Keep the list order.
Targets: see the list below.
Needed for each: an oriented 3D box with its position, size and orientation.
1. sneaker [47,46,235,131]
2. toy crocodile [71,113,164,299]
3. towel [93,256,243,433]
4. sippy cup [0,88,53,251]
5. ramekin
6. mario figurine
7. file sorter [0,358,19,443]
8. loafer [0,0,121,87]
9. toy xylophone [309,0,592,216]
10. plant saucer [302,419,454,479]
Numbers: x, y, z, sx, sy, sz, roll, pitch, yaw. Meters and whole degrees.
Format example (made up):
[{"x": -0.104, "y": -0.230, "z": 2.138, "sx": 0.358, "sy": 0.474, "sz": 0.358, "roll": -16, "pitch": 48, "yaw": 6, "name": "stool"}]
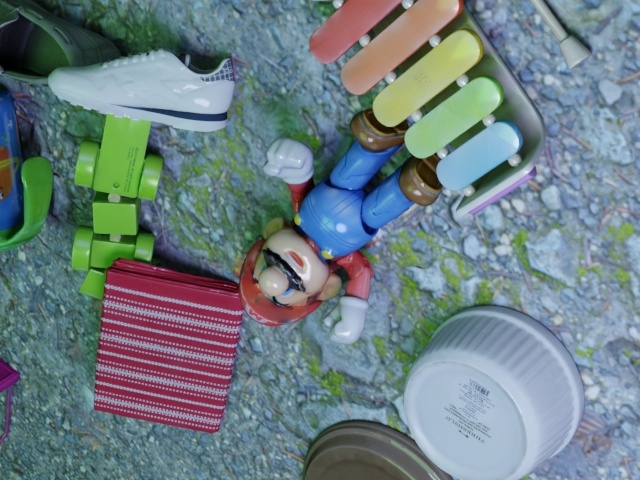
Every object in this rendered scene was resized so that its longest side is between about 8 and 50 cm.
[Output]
[{"x": -0.227, "y": -0.204, "z": 1.502, "sx": 0.235, "sy": 0.090, "sz": 0.094, "roll": 8, "pitch": 110, "yaw": -5, "name": "sneaker"}, {"x": -0.284, "y": -0.053, "z": 1.657, "sx": 0.115, "sy": 0.105, "sz": 0.340, "roll": 7, "pitch": 120, "yaw": -6, "name": "toy crocodile"}, {"x": -0.221, "y": 0.156, "z": 1.701, "sx": 0.199, "sy": 0.031, "sz": 0.275, "roll": 12, "pitch": 124, "yaw": -2, "name": "towel"}, {"x": -0.541, "y": -0.115, "z": 1.751, "sx": 0.306, "sy": 0.240, "sz": 0.224, "roll": 3, "pitch": 106, "yaw": -5, "name": "sippy cup"}, {"x": 0.194, "y": 0.191, "z": 1.397, "sx": 0.207, "sy": 0.109, "sz": 0.207, "roll": 17, "pitch": 121, "yaw": 31, "name": "ramekin"}, {"x": 0.000, "y": 0.000, "z": 1.406, "sx": 0.320, "sy": 0.170, "sz": 0.198, "roll": -49, "pitch": 45, "yaw": 34, "name": "mario figurine"}, {"x": -0.708, "y": 0.266, "z": 2.068, "sx": 0.291, "sy": 0.202, "sz": 0.182, "roll": 32, "pitch": 131, "yaw": 21, "name": "file sorter"}, {"x": -0.419, "y": -0.279, "z": 1.625, "sx": 0.319, "sy": 0.111, "sz": 0.112, "roll": 19, "pitch": 103, "yaw": 27, "name": "loafer"}, {"x": 0.137, "y": -0.201, "z": 1.268, "sx": 0.322, "sy": 0.081, "sz": 0.236, "roll": 50, "pitch": 131, "yaw": 7, "name": "toy xylophone"}, {"x": 0.082, "y": 0.378, "z": 1.622, "sx": 0.278, "sy": 0.041, "sz": 0.278, "roll": 18, "pitch": 122, "yaw": 31, "name": "plant saucer"}]
